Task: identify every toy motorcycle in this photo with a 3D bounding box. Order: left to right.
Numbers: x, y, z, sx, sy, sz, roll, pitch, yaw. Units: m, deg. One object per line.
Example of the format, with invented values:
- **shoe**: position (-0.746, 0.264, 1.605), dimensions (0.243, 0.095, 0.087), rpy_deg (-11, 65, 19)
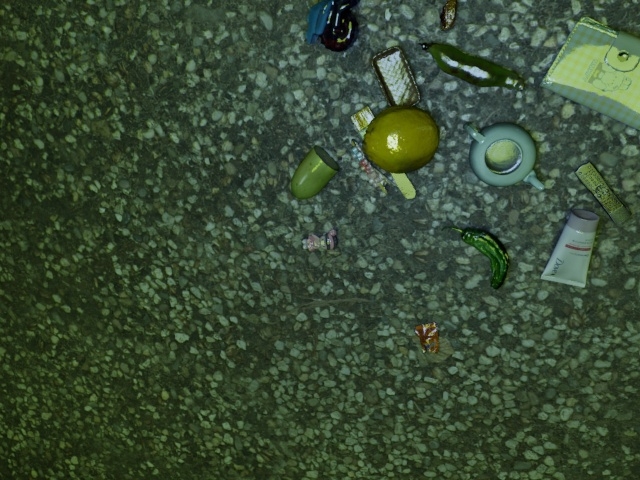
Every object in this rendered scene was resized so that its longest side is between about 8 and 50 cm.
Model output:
- **toy motorcycle**: position (0.022, -0.785, 1.610), dimensions (0.232, 0.172, 0.415), rpy_deg (14, 118, 18)

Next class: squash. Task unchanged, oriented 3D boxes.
- **squash**: position (-0.031, -0.214, 1.810), dimensions (0.123, 0.123, 0.186), rpy_deg (43, 116, 1)

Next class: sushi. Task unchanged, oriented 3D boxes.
- **sushi**: position (0.374, -0.666, 1.591), dimensions (0.047, 0.050, 0.099), rpy_deg (6, 101, 8)

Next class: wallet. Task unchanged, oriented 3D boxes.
- **wallet**: position (0.812, -0.466, 1.518), dimensions (0.310, 0.077, 0.223), rpy_deg (28, 115, 7)

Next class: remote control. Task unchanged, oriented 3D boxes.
- **remote control**: position (0.845, -0.143, 1.623), dimensions (0.059, 0.028, 0.212), rpy_deg (-38, 93, 26)

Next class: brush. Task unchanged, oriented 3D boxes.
- **brush**: position (0.214, -0.278, 1.768), dimensions (0.085, 0.020, 0.336), rpy_deg (-30, 97, 20)

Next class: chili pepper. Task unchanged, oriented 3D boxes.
- **chili pepper**: position (0.522, 0.029, 1.745), dimensions (0.122, 0.065, 0.279), rpy_deg (-39, 96, 18)

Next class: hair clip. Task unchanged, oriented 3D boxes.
- **hair clip**: position (0.157, -0.236, 1.779), dimensions (0.056, 0.062, 0.214), rpy_deg (-44, 96, -8)

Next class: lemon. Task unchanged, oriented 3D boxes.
- **lemon**: position (0.245, -0.305, 1.642), dimensions (0.260, 0.204, 0.204), rpy_deg (-12, 105, -19)

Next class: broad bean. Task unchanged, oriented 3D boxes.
- **broad bean**: position (0.440, -0.513, 1.611), dimensions (0.339, 0.061, 0.077), rpy_deg (26, 100, 7)

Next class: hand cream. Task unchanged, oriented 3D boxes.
- **hand cream**: position (0.777, 0.029, 1.673), dimensions (0.133, 0.083, 0.247), rpy_deg (11, 118, 15)

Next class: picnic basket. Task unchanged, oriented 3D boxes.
- **picnic basket**: position (0.236, -0.497, 1.678), dimensions (0.110, 0.055, 0.193), rpy_deg (-20, 100, 22)

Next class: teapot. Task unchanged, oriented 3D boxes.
- **teapot**: position (0.543, -0.255, 1.621), dimensions (0.294, 0.129, 0.193), rpy_deg (39, 111, 2)

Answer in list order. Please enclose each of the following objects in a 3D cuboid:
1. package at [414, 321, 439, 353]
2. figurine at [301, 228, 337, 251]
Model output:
- **package**: position (0.375, 0.344, 1.897), dimensions (0.077, 0.033, 0.110), rpy_deg (-7, 99, 28)
- **figurine**: position (0.000, 0.000, 1.897), dimensions (0.129, 0.054, 0.072), rpy_deg (-6, 89, 25)
